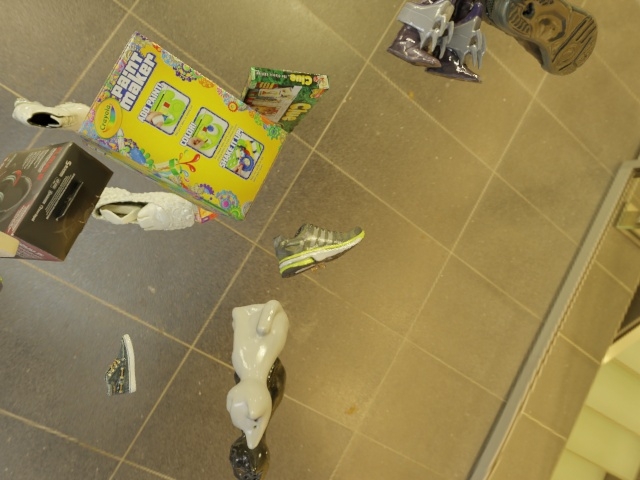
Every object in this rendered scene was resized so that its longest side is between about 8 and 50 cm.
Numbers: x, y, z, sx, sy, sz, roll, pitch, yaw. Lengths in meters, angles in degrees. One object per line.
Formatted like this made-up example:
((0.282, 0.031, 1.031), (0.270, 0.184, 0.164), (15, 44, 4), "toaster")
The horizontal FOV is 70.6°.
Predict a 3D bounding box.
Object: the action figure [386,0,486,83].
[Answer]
((0.182, -0.348, 0.542), (0.185, 0.099, 0.285), (-2, 114, -45), "action figure")

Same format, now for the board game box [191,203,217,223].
((-0.362, -0.173, 1.491), (0.146, 0.045, 0.194), (-35, 134, -40), "board game box")

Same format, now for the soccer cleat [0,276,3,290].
((-0.990, 0.052, 1.209), (0.093, 0.121, 0.289), (-34, 119, 4), "soccer cleat")

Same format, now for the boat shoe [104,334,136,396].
((-0.623, 0.388, 1.400), (0.083, 0.065, 0.183), (-5, 90, -31), "boat shoe")

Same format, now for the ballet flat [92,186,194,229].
((-0.615, -0.090, 1.555), (0.408, 0.147, 0.147), (7, 89, 20), "ballet flat")

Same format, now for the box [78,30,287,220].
((-0.261, -0.184, 0.830), (0.279, 0.290, 0.177), (29, 84, -27), "box")

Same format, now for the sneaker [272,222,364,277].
((0.000, 0.000, 1.269), (0.300, 0.111, 0.121), (-19, 78, -36), "sneaker")

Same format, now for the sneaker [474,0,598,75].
((0.298, -0.318, 0.641), (0.227, 0.130, 0.087), (9, 133, -35), "sneaker")

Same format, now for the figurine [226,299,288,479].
((-0.096, 0.230, 0.672), (0.092, 0.209, 0.215), (2, 126, -4), "figurine")

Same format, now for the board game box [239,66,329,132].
((-0.088, -0.260, 0.868), (0.136, 0.259, 0.030), (-3, 87, -18), "board game box")

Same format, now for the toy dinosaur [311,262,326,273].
((-0.043, 0.093, 1.946), (0.211, 0.112, 0.064), (13, 104, -28), "toy dinosaur")

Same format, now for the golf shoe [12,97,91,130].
((-0.586, -0.271, 1.023), (0.176, 0.086, 0.069), (-12, 129, -45), "golf shoe")

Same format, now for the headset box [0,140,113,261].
((-0.579, -0.077, 0.928), (0.110, 0.293, 0.218), (47, 53, -48), "headset box")

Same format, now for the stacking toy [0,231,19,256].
((-0.501, 0.001, 0.433), (0.308, 0.279, 0.130), (-3, 60, 2), "stacking toy")
